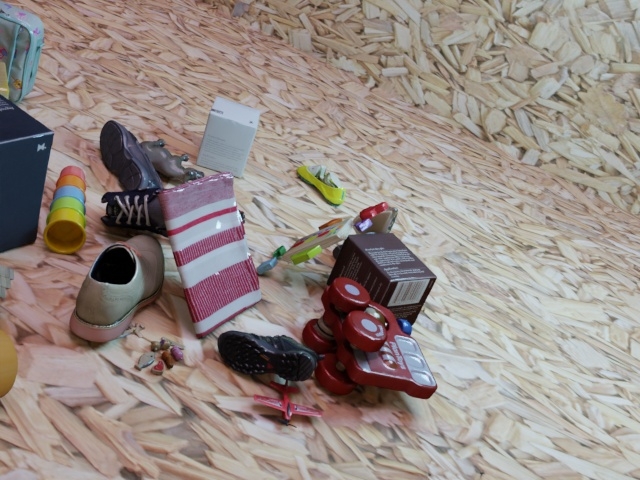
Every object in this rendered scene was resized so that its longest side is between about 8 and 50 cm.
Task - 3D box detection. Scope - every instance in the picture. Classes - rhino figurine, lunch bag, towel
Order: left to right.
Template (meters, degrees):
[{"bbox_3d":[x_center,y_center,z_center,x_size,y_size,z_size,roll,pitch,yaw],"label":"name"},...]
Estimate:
[{"bbox_3d":[-0.932,-0.556,2.247,0.224,0.279,0.108,23,32,-2],"label":"lunch bag"},{"bbox_3d":[-0.433,-0.220,2.233,0.243,0.073,0.106,30,26,13],"label":"rhino figurine"},{"bbox_3d":[-0.240,0.024,1.728,0.037,0.329,0.237,-6,13,33],"label":"towel"}]

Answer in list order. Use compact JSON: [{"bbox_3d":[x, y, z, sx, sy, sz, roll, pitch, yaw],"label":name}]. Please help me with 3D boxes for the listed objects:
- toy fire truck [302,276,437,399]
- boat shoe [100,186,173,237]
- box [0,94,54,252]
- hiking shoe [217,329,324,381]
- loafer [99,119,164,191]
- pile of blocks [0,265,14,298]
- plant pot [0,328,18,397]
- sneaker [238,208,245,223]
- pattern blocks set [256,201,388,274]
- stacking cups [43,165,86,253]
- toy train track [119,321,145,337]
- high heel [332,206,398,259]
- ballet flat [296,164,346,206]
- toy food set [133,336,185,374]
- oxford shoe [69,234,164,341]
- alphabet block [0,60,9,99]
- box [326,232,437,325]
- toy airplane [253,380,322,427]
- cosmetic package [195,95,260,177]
[{"bbox_3d":[0.116,0.228,1.752,0.253,0.169,0.302,17,28,-26],"label":"toy fire truck"},{"bbox_3d":[-0.422,-0.064,1.830,0.158,0.127,0.340,-2,1,-28],"label":"boat shoe"},{"bbox_3d":[-0.811,-0.185,1.680,0.395,0.294,0.212,33,31,20],"label":"box"},{"bbox_3d":[-0.109,0.244,1.646,0.226,0.086,0.114,15,8,17],"label":"hiking shoe"},{"bbox_3d":[-0.533,-0.222,2.160,0.095,0.109,0.302,19,28,-49],"label":"loafer"},{"bbox_3d":[-0.762,0.115,1.425,0.362,0.149,0.113,-2,79,-22],"label":"pile of blocks"},{"bbox_3d":[-0.615,0.213,1.258,0.205,0.205,0.188,35,15,22],"label":"plant pot"},{"bbox_3d":[-0.307,-0.039,2.017,0.092,0.088,0.225,18,20,39],"label":"sneaker"},{"bbox_3d":[0.000,0.000,1.970,0.026,0.324,0.285,63,33,-11],"label":"pattern blocks set"},{"bbox_3d":[-0.615,-0.094,1.865,0.096,0.096,0.316,10,31,-22],"label":"stacking cups"},{"bbox_3d":[-0.402,0.189,1.610,0.048,0.014,0.083,37,32,26],"label":"toy train track"},{"bbox_3d":[0.165,-0.039,2.153,0.186,0.261,0.093,-20,75,-47],"label":"high heel"},{"bbox_3d":[0.009,-0.200,2.496,0.077,0.077,0.231,-6,39,-40],"label":"ballet flat"},{"bbox_3d":[-0.323,0.235,1.579,0.077,0.019,0.122,23,28,2],"label":"toy food set"},{"bbox_3d":[-0.415,0.064,1.670,0.140,0.147,0.397,17,25,-4],"label":"oxford shoe"},{"bbox_3d":[-0.937,-0.365,2.013,0.197,0.192,0.193,5,34,-30],"label":"alphabet block"},{"bbox_3d":[0.155,0.104,1.980,0.168,0.167,0.203,-3,37,-37],"label":"box"},{"bbox_3d":[-0.072,0.329,1.582,0.151,0.028,0.151,19,28,-10],"label":"toy airplane"},{"bbox_3d":[-0.286,-0.323,2.392,0.151,0.184,0.151,17,29,-9],"label":"cosmetic package"}]
